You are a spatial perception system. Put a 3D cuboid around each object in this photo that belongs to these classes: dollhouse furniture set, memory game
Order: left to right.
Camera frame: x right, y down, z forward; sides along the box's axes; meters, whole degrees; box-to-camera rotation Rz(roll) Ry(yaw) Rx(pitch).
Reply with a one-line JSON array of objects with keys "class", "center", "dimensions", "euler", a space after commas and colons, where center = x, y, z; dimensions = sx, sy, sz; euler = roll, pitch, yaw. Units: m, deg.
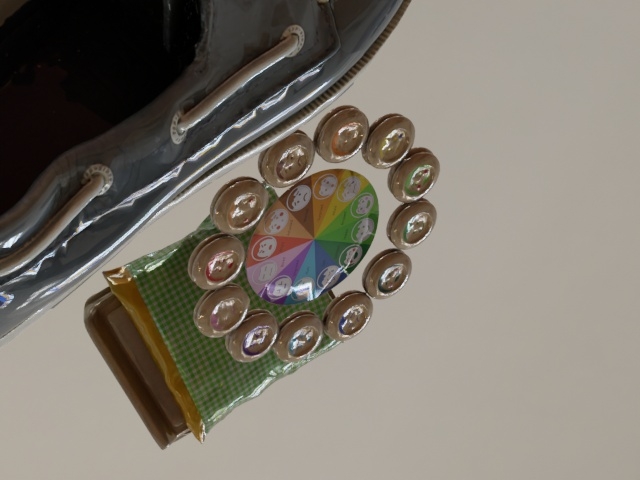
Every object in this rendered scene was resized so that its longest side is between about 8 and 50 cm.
[{"class": "dollhouse furniture set", "center": [-0.106, 0.017, 1.233], "dimensions": [0.197, 0.151, 0.302], "euler": [-32, -76, -8]}, {"class": "memory game", "center": [0.000, 0.000, 0.949], "dimensions": [0.186, 0.186, 0.012], "euler": [-12, -141, -33]}]

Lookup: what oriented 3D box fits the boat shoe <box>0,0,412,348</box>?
[{"class": "boat shoe", "center": [-0.048, -0.083, 0.519], "dimensions": [0.116, 0.099, 0.319], "euler": [43, -111, 3]}]
